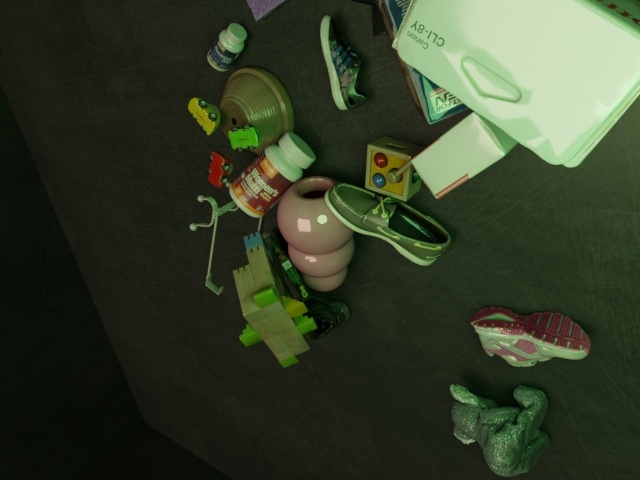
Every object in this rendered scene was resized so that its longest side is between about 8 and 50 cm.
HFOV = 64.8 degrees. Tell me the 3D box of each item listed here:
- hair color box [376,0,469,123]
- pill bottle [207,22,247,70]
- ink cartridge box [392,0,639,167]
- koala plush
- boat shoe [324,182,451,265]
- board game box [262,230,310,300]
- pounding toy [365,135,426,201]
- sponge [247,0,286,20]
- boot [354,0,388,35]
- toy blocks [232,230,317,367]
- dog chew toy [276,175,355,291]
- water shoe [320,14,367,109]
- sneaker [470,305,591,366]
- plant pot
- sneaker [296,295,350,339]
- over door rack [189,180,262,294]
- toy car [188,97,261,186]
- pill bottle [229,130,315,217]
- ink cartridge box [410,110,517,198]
[{"bbox_3d":[0.172,-0.393,0.903,0.105,0.174,0.347,-22,103,12],"label":"hair color box"},{"bbox_3d":[-0.238,-0.497,1.297,0.067,0.067,0.120,55,138,-1],"label":"pill bottle"},{"bbox_3d":[0.325,-0.291,0.689,0.279,0.385,0.160,40,136,15],"label":"ink cartridge box"},{"bbox_3d":[0.418,0.456,1.257,0.221,0.203,0.196,18,127,48],"label":"koala plush"},{"bbox_3d":[0.156,-0.053,1.160,0.305,0.109,0.091,30,146,-4],"label":"boat shoe"},{"bbox_3d":[-0.102,0.067,1.451,0.136,0.030,0.260,63,172,-23],"label":"board game box"},{"bbox_3d":[0.172,-0.162,1.123,0.141,0.100,0.130,23,130,30],"label":"pounding toy"},{"bbox_3d":[-0.151,-0.632,1.159,0.117,0.031,0.210,-14,107,46],"label":"sponge"},{"bbox_3d":[0.111,-0.467,1.022,0.121,0.045,0.099,7,121,35],"label":"boot"},{"bbox_3d":[-0.144,0.152,1.407,0.381,0.191,0.261,67,-179,-51],"label":"toy blocks"},{"bbox_3d":[0.000,0.000,1.322,0.207,0.206,0.332,23,138,30],"label":"dog chew toy"},{"bbox_3d":[0.055,-0.395,1.116,0.080,0.073,0.203,-8,113,16],"label":"water shoe"},{"bbox_3d":[0.466,0.224,1.121,0.252,0.103,0.111,7,124,47],"label":"sneaker"},{"bbox_3d":[-0.192,-0.330,1.336,0.237,0.110,0.237,23,129,31],"label":"plant pot"},{"bbox_3d":[-0.032,0.235,1.546,0.227,0.130,0.087,3,116,43],"label":"sneaker"},{"bbox_3d":[-0.262,-0.034,1.492,0.108,0.239,0.324,25,130,26],"label":"over door rack"},{"bbox_3d":[-0.226,-0.257,1.288,0.225,0.053,0.239,3,115,39],"label":"toy car"},{"bbox_3d":[-0.124,-0.171,1.313,0.221,0.121,0.121,-42,85,19],"label":"pill bottle"},{"bbox_3d":[0.287,-0.185,0.916,0.092,0.218,0.158,55,138,1],"label":"ink cartridge box"}]
